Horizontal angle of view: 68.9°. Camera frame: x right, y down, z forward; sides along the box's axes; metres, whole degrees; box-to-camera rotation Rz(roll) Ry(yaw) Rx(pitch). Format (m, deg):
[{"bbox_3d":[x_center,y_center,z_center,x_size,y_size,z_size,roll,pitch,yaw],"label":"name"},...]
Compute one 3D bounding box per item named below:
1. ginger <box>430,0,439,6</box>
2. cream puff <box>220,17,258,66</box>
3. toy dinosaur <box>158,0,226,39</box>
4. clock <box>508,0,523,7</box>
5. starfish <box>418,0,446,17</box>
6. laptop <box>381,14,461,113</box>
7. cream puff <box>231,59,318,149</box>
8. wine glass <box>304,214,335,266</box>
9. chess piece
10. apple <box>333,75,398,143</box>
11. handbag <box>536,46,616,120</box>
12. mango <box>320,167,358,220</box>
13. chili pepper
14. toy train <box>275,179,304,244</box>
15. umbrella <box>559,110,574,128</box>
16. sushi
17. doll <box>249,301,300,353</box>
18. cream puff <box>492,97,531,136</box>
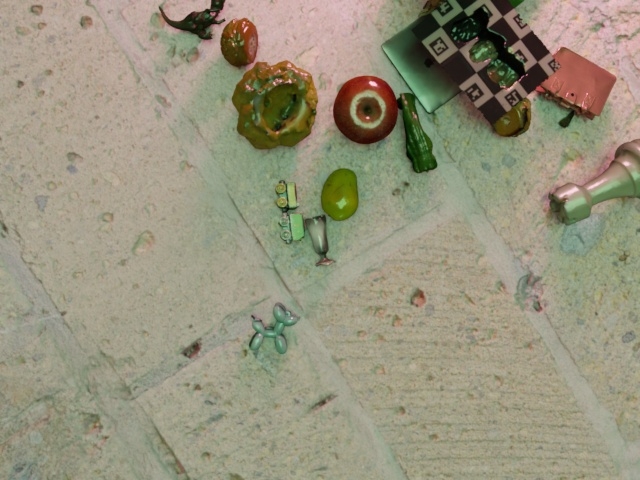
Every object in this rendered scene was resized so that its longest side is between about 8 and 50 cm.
[{"bbox_3d":[0.344,-0.905,1.286,0.358,0.211,0.413,-28,71,36],"label":"ginger"},{"bbox_3d":[-0.250,-0.597,1.415,0.103,0.126,0.144,6,82,15],"label":"cream puff"},{"bbox_3d":[-0.384,-0.706,1.463,0.187,0.087,0.179,-38,55,-15],"label":"toy dinosaur"},{"bbox_3d":[0.585,-0.885,1.422,0.220,0.106,0.255,33,81,-10],"label":"clock"},{"bbox_3d":[0.408,-0.740,1.454,0.176,0.053,0.208,27,92,-9],"label":"starfish"},{"bbox_3d":[0.341,-0.560,1.476,0.187,0.015,0.269,-36,92,0],"label":"laptop"},{"bbox_3d":[-0.136,-0.407,1.392,0.281,0.185,0.282,0,90,2],"label":"cream puff"},{"bbox_3d":[0.000,0.000,1.461,0.072,0.072,0.155,-12,92,0],"label":"wine glass"},{"bbox_3d":[0.864,-0.160,1.419,0.299,0.194,0.195,-27,92,9],"label":"chess piece"},{"bbox_3d":[0.137,-0.394,1.411,0.201,0.162,0.201,0,103,1],"label":"apple"},{"bbox_3d":[0.793,-0.487,1.454,0.212,0.059,0.157,27,84,-2],"label":"handbag"},{"bbox_3d":[0.059,-0.141,1.453,0.117,0.089,0.163,-4,79,7],"label":"mango"},{"bbox_3d":[0.292,-0.329,1.440,0.083,0.099,0.253,-16,92,9],"label":"chili pepper"},{"bbox_3d":[-0.095,-0.090,1.462,0.081,0.060,0.202,-7,91,-8],"label":"toy train"},{"bbox_3d":[0.788,-0.387,1.485,0.031,0.020,0.083,37,89,32],"label":"umbrella"},{"bbox_3d":[0.487,-0.563,1.416,0.296,0.100,0.373,-40,90,-6],"label":"sushi"},{"bbox_3d":[-0.143,0.275,1.469,0.159,0.059,0.159,1,92,1],"label":"doll"},{"bbox_3d":[0.592,-0.385,1.435,0.104,0.133,0.119,-25,54,-38],"label":"cream puff"}]
